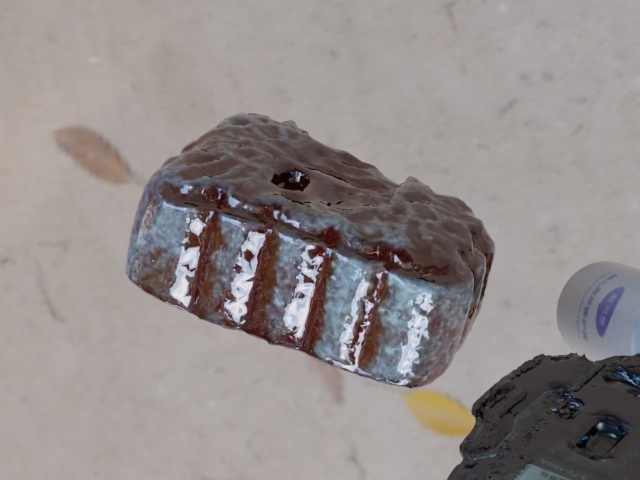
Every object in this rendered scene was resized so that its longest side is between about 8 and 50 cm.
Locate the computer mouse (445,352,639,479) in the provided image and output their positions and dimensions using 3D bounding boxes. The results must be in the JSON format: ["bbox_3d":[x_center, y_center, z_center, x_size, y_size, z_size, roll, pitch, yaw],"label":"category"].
[{"bbox_3d":[0.127,0.130,0.762,0.146,0.242,0.077,21,123,30],"label":"computer mouse"}]

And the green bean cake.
[{"bbox_3d":[0.000,0.000,1.113,0.233,0.198,0.097,20,111,13],"label":"green bean cake"}]

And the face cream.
[{"bbox_3d":[0.239,0.067,1.098,0.250,0.077,0.077,-157,54,-73],"label":"face cream"}]
